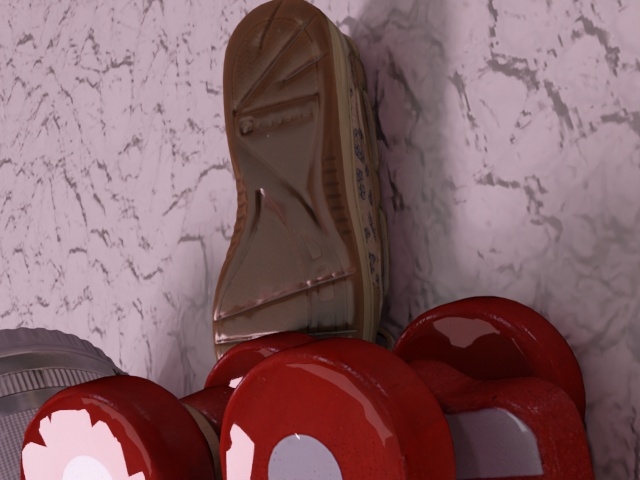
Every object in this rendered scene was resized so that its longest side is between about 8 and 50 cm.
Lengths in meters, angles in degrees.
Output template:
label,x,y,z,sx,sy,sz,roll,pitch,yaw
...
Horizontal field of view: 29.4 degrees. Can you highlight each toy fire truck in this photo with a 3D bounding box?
label,x,y,z,sx,sy,sz,roll,pitch,yaw
toy fire truck,0.005,0.171,0.582,0.302,0.169,0.254,-13,88,35

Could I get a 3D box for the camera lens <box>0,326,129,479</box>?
label,x,y,z,sx,sy,sz,roll,pitch,yaw
camera lens,-0.186,0.218,0.832,0.274,0.219,0.219,52,125,47

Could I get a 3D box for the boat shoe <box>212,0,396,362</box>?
label,x,y,z,sx,sy,sz,roll,pitch,yaw
boat shoe,0.000,0.000,0.738,0.104,0.089,0.285,-2,83,30
